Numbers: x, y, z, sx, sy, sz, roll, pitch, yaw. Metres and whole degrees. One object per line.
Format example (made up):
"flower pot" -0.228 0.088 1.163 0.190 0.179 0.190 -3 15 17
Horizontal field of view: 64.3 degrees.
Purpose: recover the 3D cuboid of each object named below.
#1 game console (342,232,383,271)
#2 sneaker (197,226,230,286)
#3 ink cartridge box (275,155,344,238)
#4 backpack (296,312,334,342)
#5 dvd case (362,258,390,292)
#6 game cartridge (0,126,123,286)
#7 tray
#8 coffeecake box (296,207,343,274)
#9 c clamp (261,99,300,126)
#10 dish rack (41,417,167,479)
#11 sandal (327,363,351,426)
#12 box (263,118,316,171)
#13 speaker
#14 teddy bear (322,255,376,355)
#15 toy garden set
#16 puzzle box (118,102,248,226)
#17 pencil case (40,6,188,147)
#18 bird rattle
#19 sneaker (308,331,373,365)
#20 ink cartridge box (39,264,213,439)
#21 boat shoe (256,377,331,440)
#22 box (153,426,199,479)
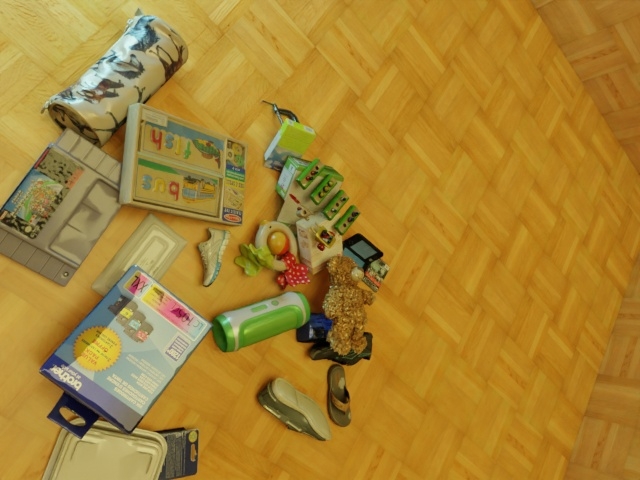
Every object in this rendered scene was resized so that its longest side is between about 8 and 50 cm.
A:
"game console" 0.139 0.062 1.851 0.144 0.124 0.085 39 40 -25
"sneaker" -0.341 0.047 1.552 0.083 0.071 0.190 21 67 -24
"ink cartridge box" -0.061 -0.138 1.737 0.189 0.097 0.255 10 115 -33
"backpack" -0.008 0.296 1.725 0.120 0.098 0.101 6 80 -32
"dvd case" 0.210 0.125 1.932 0.087 0.013 0.119 42 67 -24
"game cartridge" -0.660 -0.086 1.313 0.230 0.068 0.355 37 80 -30
"tray" -0.508 0.065 1.457 0.145 0.030 0.270 42 65 -24
"coffeecake box" 0.000 0.000 1.726 0.142 0.068 0.185 -29 130 -32
"c clamp" -0.120 -0.400 1.722 0.137 0.022 0.160 -5 62 -48
"dish rack" -0.573 0.652 1.316 0.286 0.072 0.332 21 77 -21
"sandal" 0.074 0.546 1.781 0.090 0.060 0.219 -1 86 -33
"box" -0.106 -0.308 1.688 0.109 0.178 0.042 15 40 -31
"speaker" -0.182 0.251 1.599 0.297 0.131 0.131 -15 95 -33
"teddy bear" 0.099 0.216 1.698 0.245 0.113 0.337 25 66 -35
"toy garden set" 0.011 -0.108 1.623 0.244 0.049 0.203 50 63 -21
"puzzle box" -0.376 -0.199 1.469 0.409 0.052 0.272 10 81 -53
"pencil case" -0.553 -0.439 1.390 0.183 0.160 0.410 39 66 -14
"bird rattle" -0.134 0.041 1.645 0.254 0.143 0.206 18 69 -33
"sneaker" 0.081 0.392 1.776 0.267 0.101 0.106 -6 92 -33
"ink cartridge box" -0.509 0.300 1.301 0.270 0.151 0.395 41 65 -12
"boat shoe" -0.082 0.570 1.677 0.099 0.116 0.319 -34 119 14
"box" -0.460 0.611 1.441 0.225 0.036 0.136 4 84 -30
